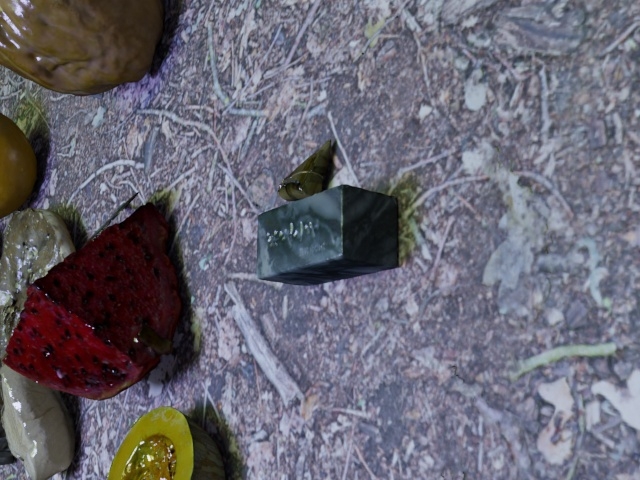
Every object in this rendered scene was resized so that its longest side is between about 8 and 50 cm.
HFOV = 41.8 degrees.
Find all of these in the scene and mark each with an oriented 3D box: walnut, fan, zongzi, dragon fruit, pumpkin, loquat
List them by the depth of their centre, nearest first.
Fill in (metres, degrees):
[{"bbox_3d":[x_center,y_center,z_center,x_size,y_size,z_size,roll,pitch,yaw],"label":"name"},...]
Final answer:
[{"bbox_3d":[-0.021,-0.093,1.104,0.076,0.040,0.083,-1,69,58],"label":"zongzi"},{"bbox_3d":[-0.211,0.351,1.191,0.217,0.110,0.217,-35,43,41],"label":"pumpkin"},{"bbox_3d":[-0.331,0.070,1.325,0.302,0.240,0.330,15,60,20],"label":"dragon fruit"},{"bbox_3d":[-0.357,-0.040,1.442,0.152,0.008,0.227,-44,13,8],"label":"fan"},{"bbox_3d":[-0.460,-0.409,1.488,0.306,0.344,0.306,-29,46,35],"label":"walnut"},{"bbox_3d":[-0.778,-0.175,1.893,0.275,0.275,0.275,-16,69,49],"label":"loquat"}]

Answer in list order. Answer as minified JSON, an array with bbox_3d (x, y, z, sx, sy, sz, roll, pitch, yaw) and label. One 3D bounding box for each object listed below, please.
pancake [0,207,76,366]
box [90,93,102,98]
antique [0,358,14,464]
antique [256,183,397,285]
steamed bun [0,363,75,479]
[{"bbox_3d":[-0.588,0.120,1.728,0.387,0.082,0.387,-11,76,50],"label":"pancake"},{"bbox_3d":[-0.446,-0.392,1.700,0.041,0.050,0.207,33,107,52],"label":"box"},{"bbox_3d":[-0.715,0.345,1.803,0.125,0.150,0.284,-48,56,32],"label":"antique"},{"bbox_3d":[0.000,0.000,1.011,0.183,0.086,0.088,-17,68,49],"label":"antique"},{"bbox_3d":[-0.525,0.349,1.576,0.212,0.110,0.231,57,147,25],"label":"steamed bun"}]
